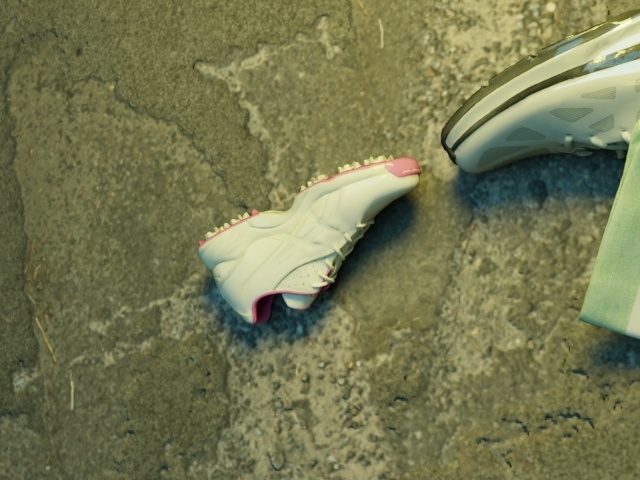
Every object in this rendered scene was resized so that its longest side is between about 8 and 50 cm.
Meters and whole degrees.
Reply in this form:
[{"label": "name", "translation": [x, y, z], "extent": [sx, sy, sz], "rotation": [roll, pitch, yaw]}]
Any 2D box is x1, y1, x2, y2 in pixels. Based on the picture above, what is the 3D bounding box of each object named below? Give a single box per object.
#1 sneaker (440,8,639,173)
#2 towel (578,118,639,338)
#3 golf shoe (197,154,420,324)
[{"label": "sneaker", "translation": [0.348, -0.103, 1.211], "extent": [0.448, 0.169, 0.257], "rotation": [-25, 84, 32]}, {"label": "towel", "translation": [0.439, 0.027, 1.137], "extent": [0.325, 0.038, 0.247], "rotation": [17, 120, 15]}, {"label": "golf shoe", "translation": [0.000, 0.000, 1.405], "extent": [0.306, 0.115, 0.140], "rotation": [-26, 82, 27]}]
